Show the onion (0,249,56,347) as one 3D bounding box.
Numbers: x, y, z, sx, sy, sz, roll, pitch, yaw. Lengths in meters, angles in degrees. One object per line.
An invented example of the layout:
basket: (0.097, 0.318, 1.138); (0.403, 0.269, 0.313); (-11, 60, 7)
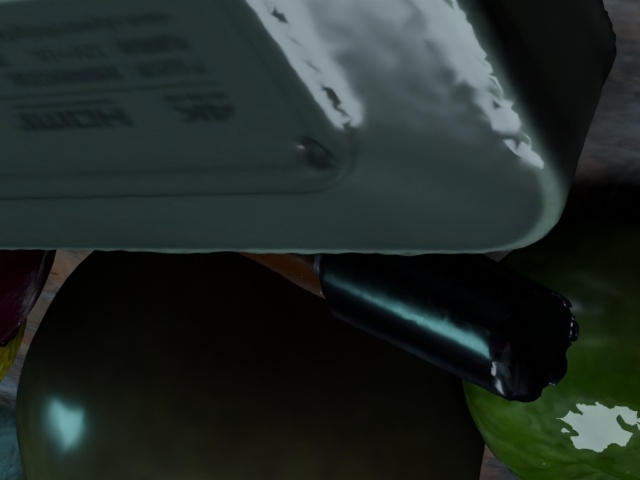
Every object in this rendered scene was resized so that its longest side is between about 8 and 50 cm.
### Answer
onion: (-0.314, -0.027, 1.007); (0.260, 0.282, 0.336); (-15, 138, 18)

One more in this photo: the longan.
longan: (-0.053, 0.131, 1.184); (0.361, 0.361, 0.361); (12, 164, 4)

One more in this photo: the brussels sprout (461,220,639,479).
brussels sprout: (0.216, 0.084, 1.078); (0.244, 0.244, 0.244); (12, 164, 4)

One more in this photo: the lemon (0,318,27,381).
lemon: (-0.388, 0.051, 1.314); (0.258, 0.258, 0.310); (7, 177, 22)

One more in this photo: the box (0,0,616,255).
box: (-0.131, -0.143, 0.561); (0.396, 0.111, 0.396); (0, 140, 38)

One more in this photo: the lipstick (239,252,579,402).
lipstick: (0.000, 0.000, 0.982); (0.077, 0.077, 0.418); (27, 179, -39)
